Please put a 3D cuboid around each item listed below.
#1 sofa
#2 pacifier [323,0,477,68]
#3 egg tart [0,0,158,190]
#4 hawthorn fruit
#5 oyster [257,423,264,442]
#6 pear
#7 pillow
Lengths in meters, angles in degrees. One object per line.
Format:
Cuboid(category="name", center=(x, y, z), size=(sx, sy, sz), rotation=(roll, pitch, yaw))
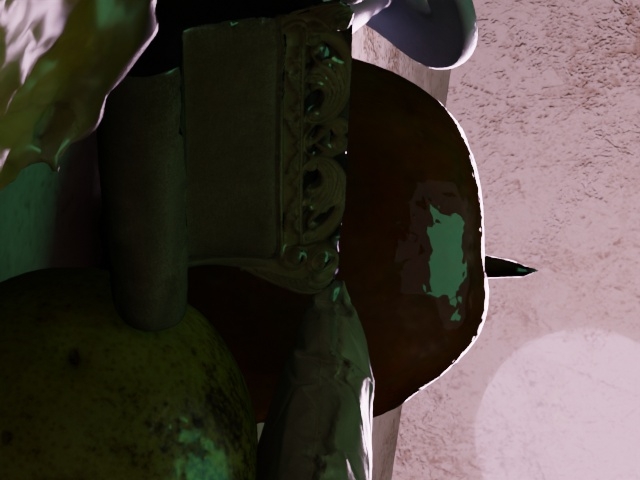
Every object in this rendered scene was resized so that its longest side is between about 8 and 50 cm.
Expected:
Cuboid(category="sofa", center=(-0.100, -0.099, 0.871), size=(0.200, 0.182, 0.258), rotation=(91, -18, -47))
Cuboid(category="pacifier", center=(0.024, -0.254, 1.133), size=(0.233, 0.299, 0.244), rotation=(-41, 136, -17))
Cuboid(category="egg tart", center=(-0.140, -0.086, 0.510), size=(0.345, 0.132, 0.345), rotation=(-53, 174, -8))
Cuboid(category="hawthorn fruit", center=(0.000, 0.000, 1.145), size=(0.268, 0.300, 0.268), rotation=(6, 90, -85))
Cuboid(category="oyster", center=(-0.100, 0.178, 1.330), size=(0.223, 0.083, 0.214), rotation=(-18, 107, -59))
Cuboid(category="pear", center=(-0.120, 0.111, 0.907), size=(0.197, 0.197, 0.197), rotation=(7, 90, -79))
Cuboid(category="pillow", center=(-0.023, 0.212, 0.991), size=(0.274, 0.076, 0.281), rotation=(-83, -172, -46))
